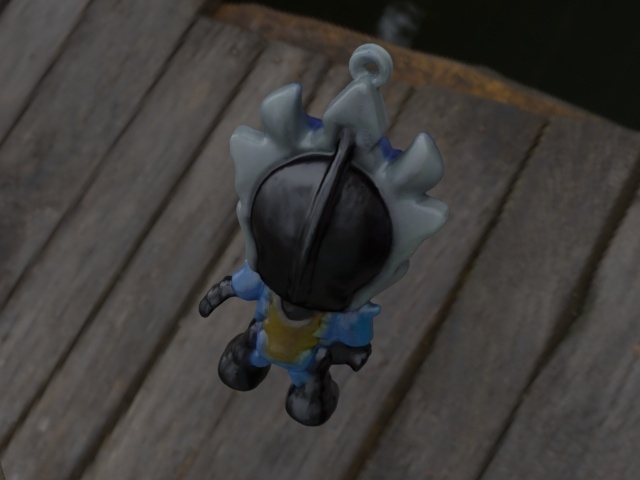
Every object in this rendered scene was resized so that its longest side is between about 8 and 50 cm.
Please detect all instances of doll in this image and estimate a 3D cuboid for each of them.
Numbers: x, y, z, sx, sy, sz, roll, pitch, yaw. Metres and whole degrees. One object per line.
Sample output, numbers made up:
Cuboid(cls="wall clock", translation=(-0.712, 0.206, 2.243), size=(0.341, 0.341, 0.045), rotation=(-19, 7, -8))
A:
Cuboid(cls="doll", translation=(0.000, 0.000, 0.563), size=(0.096, 0.195, 0.070), rotation=(22, 40, 6))

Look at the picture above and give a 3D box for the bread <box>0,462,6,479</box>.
Cuboid(cls="bread", translation=(-0.314, 0.208, 1.018), size=(0.134, 0.148, 0.141), rotation=(-8, 100, 29))
